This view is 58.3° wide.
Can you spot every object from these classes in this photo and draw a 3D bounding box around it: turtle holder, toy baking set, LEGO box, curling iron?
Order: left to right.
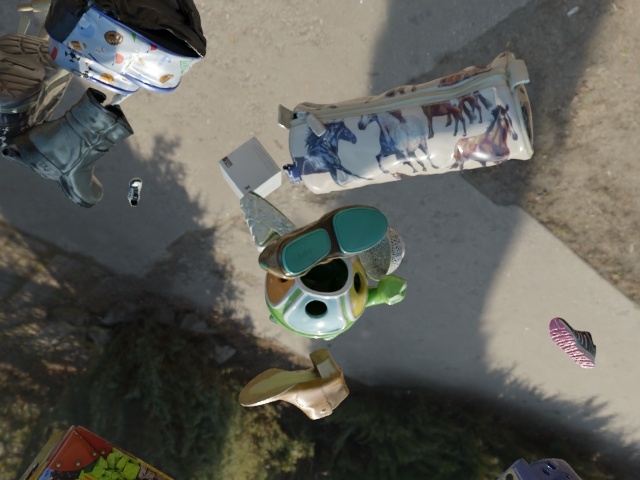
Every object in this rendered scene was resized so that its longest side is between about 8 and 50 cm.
[{"bbox_3d":[-0.493,-0.143,1.010,0.035,0.068,0.274,-10,-175,-1],"label":"curling iron"},{"bbox_3d":[-0.755,-0.576,1.602,0.256,0.196,0.030,-14,-172,-22],"label":"toy baking set"},{"bbox_3d":[-0.369,0.521,1.045,0.372,0.193,0.500,36,149,-12],"label":"LEGO box"},{"bbox_3d":[0.022,0.126,1.403,0.320,0.243,0.227,32,158,4],"label":"turtle holder"}]

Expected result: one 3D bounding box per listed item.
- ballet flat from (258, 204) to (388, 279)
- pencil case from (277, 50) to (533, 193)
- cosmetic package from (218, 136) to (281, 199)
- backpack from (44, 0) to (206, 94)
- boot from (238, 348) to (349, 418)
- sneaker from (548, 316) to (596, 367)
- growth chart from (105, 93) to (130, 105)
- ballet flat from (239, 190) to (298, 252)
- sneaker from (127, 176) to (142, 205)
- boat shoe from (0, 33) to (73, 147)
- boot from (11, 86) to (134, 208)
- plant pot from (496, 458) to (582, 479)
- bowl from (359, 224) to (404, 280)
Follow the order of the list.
[{"bbox_3d":[0.000,0.000,1.252,0.124,0.342,0.116,-3,107,47],"label":"ballet flat"},{"bbox_3d":[0.137,-0.181,0.926,0.410,0.159,0.183,-7,162,29],"label":"pencil case"},{"bbox_3d":[-0.234,-0.225,1.935,0.151,0.151,0.183,52,171,4],"label":"cosmetic package"},{"bbox_3d":[-0.349,-0.391,1.047,0.263,0.276,0.213,19,138,-34],"label":"backpack"},{"bbox_3d":[-0.065,0.446,1.634,0.295,0.104,0.211,-25,124,-9],"label":"boot"},{"bbox_3d":[0.666,0.255,1.509,0.170,0.075,0.063,46,144,-8],"label":"sneaker"},{"bbox_3d":[-0.459,-0.424,1.412,0.172,0.237,0.021,-24,137,39],"label":"growth chart"},{"bbox_3d":[-0.108,0.009,1.705,0.409,0.147,0.147,37,146,12],"label":"ballet flat"},{"bbox_3d":[-0.451,-0.118,1.403,0.032,0.037,0.083,-6,145,-27],"label":"sneaker"},{"bbox_3d":[-0.542,-0.277,1.042,0.132,0.355,0.130,21,118,-13],"label":"boat shoe"},{"bbox_3d":[-0.381,-0.148,0.972,0.161,0.083,0.246,-32,166,-6],"label":"boot"},{"bbox_3d":[0.461,0.619,1.223,0.212,0.236,0.236,24,111,-33],"label":"plant pot"},{"bbox_3d":[0.180,0.022,1.585,0.080,0.170,0.170,-6,151,-25],"label":"bowl"}]
